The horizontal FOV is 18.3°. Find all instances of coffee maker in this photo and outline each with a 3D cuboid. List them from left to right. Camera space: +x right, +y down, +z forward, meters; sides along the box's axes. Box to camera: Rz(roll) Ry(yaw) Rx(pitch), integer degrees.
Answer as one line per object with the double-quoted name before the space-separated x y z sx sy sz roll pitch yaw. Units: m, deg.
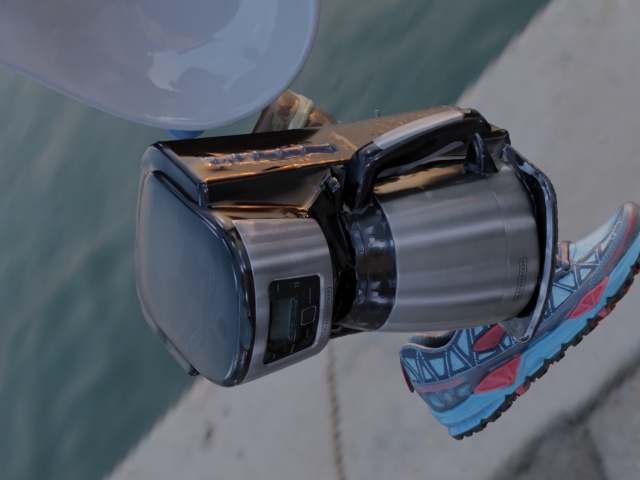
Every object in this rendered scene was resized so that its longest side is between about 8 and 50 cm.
"coffee maker" 0.000 0.000 0.981 0.171 0.178 0.120 7 103 64

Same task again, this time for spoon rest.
"spoon rest" -0.137 -0.126 1.039 0.084 0.276 0.137 -94 7 -68

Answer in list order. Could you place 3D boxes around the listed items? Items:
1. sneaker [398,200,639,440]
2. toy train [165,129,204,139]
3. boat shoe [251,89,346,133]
"sneaker" 0.173 0.049 1.710 0.262 0.125 0.104 -45 -1 8
"toy train" -0.119 -0.142 1.354 0.080 0.184 0.105 37 96 45
"boat shoe" -0.009 -0.047 1.398 0.257 0.095 0.095 -110 46 -86
